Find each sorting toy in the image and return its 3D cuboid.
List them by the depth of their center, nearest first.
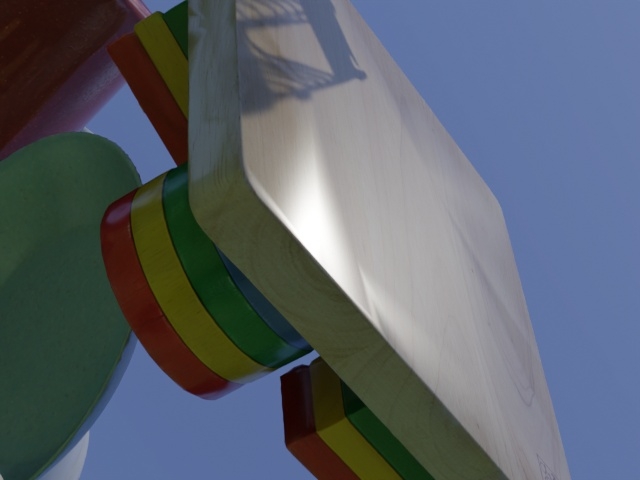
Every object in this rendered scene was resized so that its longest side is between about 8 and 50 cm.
[{"bbox_3d":[0.000,0.000,0.683,0.089,0.257,0.255,-29,-54,18],"label":"sorting toy"}]

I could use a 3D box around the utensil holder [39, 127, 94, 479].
[{"bbox_3d":[-0.367,0.082,1.587,0.327,0.328,0.385,44,-43,20],"label":"utensil holder"}]

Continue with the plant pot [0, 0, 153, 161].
[{"bbox_3d":[-0.252,-0.110,0.921,0.265,0.272,0.272,-41,-105,3],"label":"plant pot"}]

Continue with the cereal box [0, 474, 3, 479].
[{"bbox_3d":[-0.120,0.149,0.353,0.173,0.047,0.240,-49,-141,5],"label":"cereal box"}]

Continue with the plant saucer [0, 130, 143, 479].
[{"bbox_3d":[-0.137,0.043,0.729,0.195,0.037,0.195,-24,-129,34],"label":"plant saucer"}]
